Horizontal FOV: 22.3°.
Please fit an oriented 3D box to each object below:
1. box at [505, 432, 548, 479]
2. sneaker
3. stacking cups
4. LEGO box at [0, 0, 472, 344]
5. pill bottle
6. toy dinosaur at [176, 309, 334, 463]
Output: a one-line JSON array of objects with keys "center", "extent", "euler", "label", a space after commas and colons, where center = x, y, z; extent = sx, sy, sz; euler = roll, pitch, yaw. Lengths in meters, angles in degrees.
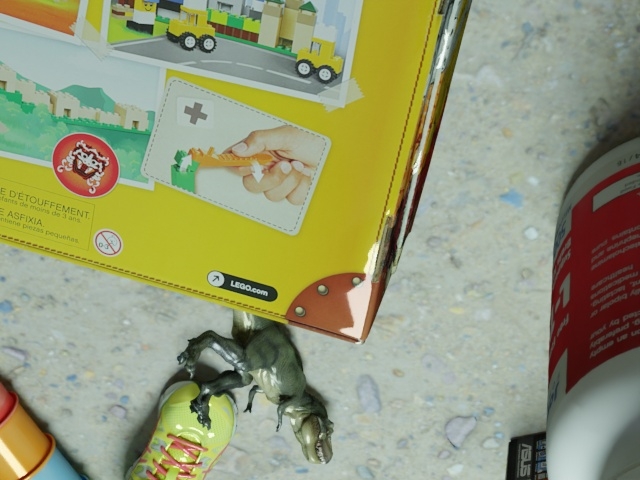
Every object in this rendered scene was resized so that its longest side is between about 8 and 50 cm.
[{"center": [0.269, 0.266, 1.434], "extent": [0.216, 0.270, 0.060], "euler": [-14, 122, 19], "label": "box"}, {"center": [-0.142, 0.224, 1.585], "extent": [0.081, 0.094, 0.208], "euler": [23, 126, -5], "label": "sneaker"}, {"center": [-0.278, 0.242, 1.634], "extent": [0.096, 0.096, 0.316], "euler": [-18, 117, 22], "label": "stacking cups"}, {"center": [-0.148, -0.186, 1.157], "extent": [0.500, 0.193, 0.372], "euler": [16, 119, 5], "label": "LEGO box"}, {"center": [0.286, 0.110, 1.226], "extent": [0.229, 0.408, 0.229], "euler": [5, 127, 6], "label": "pill bottle"}, {"center": [-0.071, 0.108, 1.493], "extent": [0.118, 0.064, 0.268], "euler": [-29, 120, -18], "label": "toy dinosaur"}]
